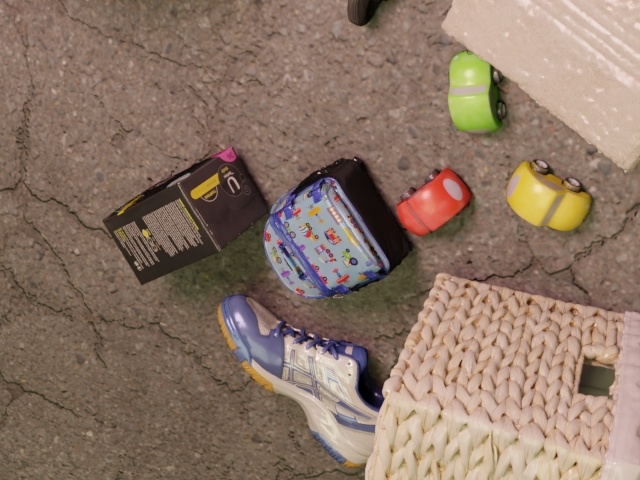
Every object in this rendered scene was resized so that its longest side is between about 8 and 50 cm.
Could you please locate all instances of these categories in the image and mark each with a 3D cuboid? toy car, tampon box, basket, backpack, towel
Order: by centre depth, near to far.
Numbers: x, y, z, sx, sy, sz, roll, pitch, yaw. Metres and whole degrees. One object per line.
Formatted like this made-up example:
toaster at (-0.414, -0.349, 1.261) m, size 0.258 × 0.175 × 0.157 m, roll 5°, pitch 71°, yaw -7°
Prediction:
towel at (0.268, -0.223, 1.089) m, size 0.282 × 0.049 × 0.187 m, roll 44°, pitch 126°, yaw 21°
basket at (0.205, 0.259, 1.198) m, size 0.266 × 0.328 × 0.331 m, roll 14°, pitch 117°, yaw 13°
toy car at (0.182, -0.105, 1.214) m, size 0.239 × 0.053 × 0.225 m, roll -1°, pitch 112°, yaw 25°
backpack at (0.000, 0.000, 1.311) m, size 0.173 × 0.117 × 0.158 m, roll -26°, pitch 100°, yaw 34°
tampon box at (-0.174, -0.032, 1.361) m, size 0.161 × 0.120 × 0.101 m, roll -22°, pitch 104°, yaw 39°

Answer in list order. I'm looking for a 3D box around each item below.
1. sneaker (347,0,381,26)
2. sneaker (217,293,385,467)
sneaker at (0.094, -0.304, 1.163) m, size 0.089 × 0.051 × 0.170 m, roll 28°, pitch 118°, yaw 16°
sneaker at (-0.003, 0.161, 1.406) m, size 0.296 × 0.112 × 0.131 m, roll 44°, pitch 112°, yaw -8°
